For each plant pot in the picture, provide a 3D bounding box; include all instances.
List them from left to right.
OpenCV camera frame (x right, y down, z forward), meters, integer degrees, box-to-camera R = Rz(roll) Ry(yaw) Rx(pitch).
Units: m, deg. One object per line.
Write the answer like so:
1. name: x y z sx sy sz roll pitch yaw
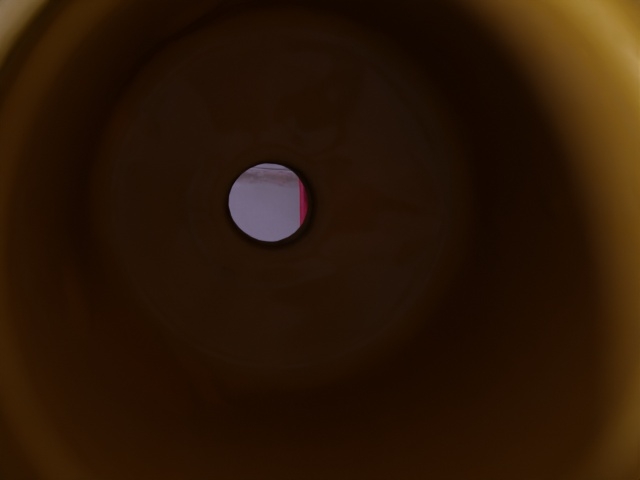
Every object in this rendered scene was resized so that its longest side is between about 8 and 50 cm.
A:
1. plant pot: 0.000 0.000 0.533 0.254 0.254 0.239 8 -174 -11

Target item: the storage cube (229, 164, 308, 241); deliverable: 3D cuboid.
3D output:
1. storage cube: 0.045 0.040 0.843 0.193 0.215 0.184 2 173 -22
